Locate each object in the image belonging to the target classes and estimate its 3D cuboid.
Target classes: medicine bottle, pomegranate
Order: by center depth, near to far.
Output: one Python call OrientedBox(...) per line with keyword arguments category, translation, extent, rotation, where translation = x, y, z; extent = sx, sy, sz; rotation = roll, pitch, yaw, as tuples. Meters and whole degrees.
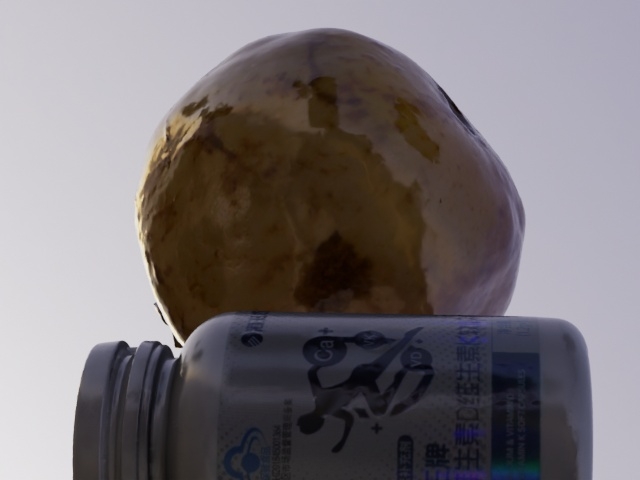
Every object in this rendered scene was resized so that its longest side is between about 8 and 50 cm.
OrientedBox(category="medicine bottle", translation=(0.006, 0.081, 0.684), extent=(0.191, 0.107, 0.107), rotation=(1, -39, 5))
OrientedBox(category="pomegranate", translation=(0.000, 0.000, 0.957), extent=(0.215, 0.215, 0.215), rotation=(31, -31, 21))
